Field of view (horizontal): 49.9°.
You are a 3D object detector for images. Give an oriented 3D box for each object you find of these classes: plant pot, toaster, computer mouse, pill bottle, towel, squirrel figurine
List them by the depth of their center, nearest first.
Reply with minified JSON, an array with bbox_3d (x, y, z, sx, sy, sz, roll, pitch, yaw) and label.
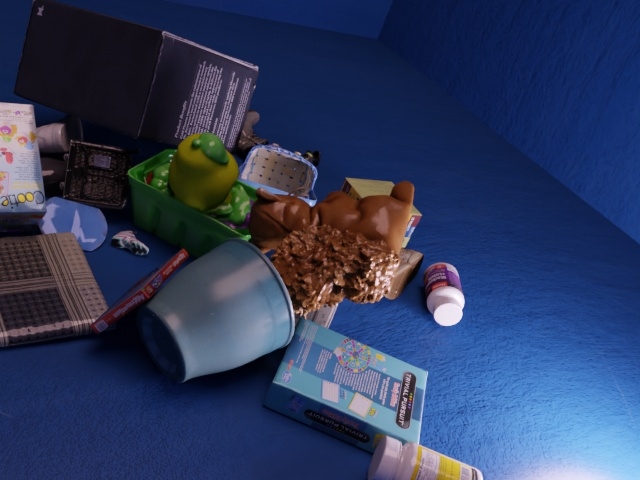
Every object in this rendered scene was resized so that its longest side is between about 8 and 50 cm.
[{"bbox_3d":[0.209,0.481,1.395,0.209,0.119,0.119,23,30,0],"label":"pill bottle"},{"bbox_3d":[-0.239,0.168,1.475,0.255,0.271,0.272,-28,56,-34],"label":"plant pot"},{"bbox_3d":[-0.643,0.104,1.498,0.312,0.056,0.324,-6,43,-35],"label":"towel"},{"bbox_3d":[0.000,0.000,1.622,0.371,0.281,0.397,16,28,2],"label":"squirrel figurine"},{"bbox_3d":[-0.582,-0.171,1.813,0.186,0.168,0.110,7,1,-24],"label":"toaster"},{"bbox_3d":[-0.703,-0.190,1.882,0.272,0.072,0.188,-14,48,-46],"label":"computer mouse"},{"bbox_3d":[0.361,0.158,2.012,0.108,0.108,0.193,18,30,-9],"label":"pill bottle"}]

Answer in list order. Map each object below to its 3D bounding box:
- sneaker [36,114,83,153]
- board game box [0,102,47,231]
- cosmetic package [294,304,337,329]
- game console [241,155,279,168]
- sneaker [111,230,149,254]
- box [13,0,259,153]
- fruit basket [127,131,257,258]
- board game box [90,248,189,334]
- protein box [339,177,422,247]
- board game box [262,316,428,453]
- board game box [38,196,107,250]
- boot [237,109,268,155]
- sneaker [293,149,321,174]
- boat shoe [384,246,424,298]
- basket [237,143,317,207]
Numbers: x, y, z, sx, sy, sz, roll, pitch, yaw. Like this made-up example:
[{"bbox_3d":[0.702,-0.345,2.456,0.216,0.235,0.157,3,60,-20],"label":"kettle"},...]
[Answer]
[{"bbox_3d":[-0.783,-0.297,1.960,0.169,0.108,0.292,-7,13,-4],"label":"sneaker"},{"bbox_3d":[-0.751,-0.171,1.627,0.144,0.142,0.275,-2,73,-36],"label":"board game box"},{"bbox_3d":[-0.013,0.108,1.822,0.153,0.129,0.296,23,31,2],"label":"cosmetic package"},{"bbox_3d":[-0.197,-0.288,2.375,0.107,0.071,0.122,26,30,4],"label":"game console"},{"bbox_3d":[-0.480,-0.002,1.769,0.098,0.038,0.069,22,31,-3],"label":"sneaker"},{"bbox_3d":[-0.525,-0.470,2.022,0.480,0.297,0.472,21,9,24],"label":"box"},{"bbox_3d":[-0.300,-0.145,1.798,0.392,0.392,0.283,27,31,7],"label":"fruit basket"},{"bbox_3d":[-0.388,0.105,1.510,0.027,0.145,0.281,54,15,-10],"label":"board game box"},{"bbox_3d":[0.180,-0.090,2.253,0.200,0.136,0.201,1,36,-34],"label":"protein box"},{"bbox_3d":[0.066,0.335,1.567,0.336,0.079,0.253,24,30,1],"label":"board game box"},{"bbox_3d":[-0.622,-0.033,1.722,0.169,0.033,0.133,16,51,-27],"label":"board game box"},{"bbox_3d":[-0.251,-0.377,2.470,0.161,0.083,0.246,29,39,14],"label":"boot"},{"bbox_3d":[-0.059,-0.282,2.451,0.067,0.078,0.188,34,33,18],"label":"sneaker"},{"bbox_3d":[0.218,0.087,2.039,0.098,0.109,0.302,26,24,16],"label":"boat shoe"},{"bbox_3d":[-0.141,-0.184,2.121,0.255,0.201,0.289,19,21,-9],"label":"basket"}]
